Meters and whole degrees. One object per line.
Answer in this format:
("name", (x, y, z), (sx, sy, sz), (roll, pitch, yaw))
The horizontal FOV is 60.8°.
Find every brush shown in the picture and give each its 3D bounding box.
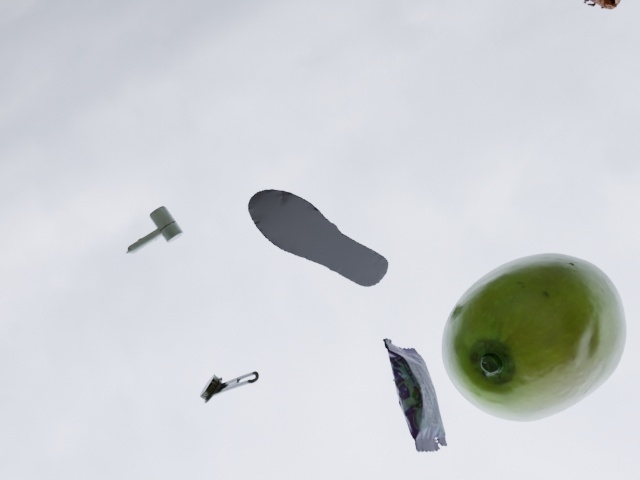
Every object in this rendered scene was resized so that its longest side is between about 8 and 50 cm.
("brush", (-0.179, 0.276, 1.054), (0.266, 0.027, 0.062), (-35, -159, 55))

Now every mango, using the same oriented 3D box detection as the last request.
("mango", (0.238, 0.103, 0.624), (0.192, 0.343, 0.156), (-34, -104, 12))

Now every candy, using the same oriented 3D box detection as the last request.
("candy", (0.231, 0.370, 1.323), (0.070, 0.145, 0.275), (-35, -124, 32))

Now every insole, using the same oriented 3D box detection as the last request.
("insole", (0.000, 0.000, 1.047), (0.109, 0.322, 0.007), (-54, -156, 16))

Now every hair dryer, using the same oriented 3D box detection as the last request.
("hair dryer", (-0.406, -0.014, 1.298), (0.137, 0.082, 0.047), (-36, 180, -17))

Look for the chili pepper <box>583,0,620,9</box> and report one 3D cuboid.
("chili pepper", (0.422, -0.405, 0.761), (0.064, 0.088, 0.169), (16, -124, 36))
